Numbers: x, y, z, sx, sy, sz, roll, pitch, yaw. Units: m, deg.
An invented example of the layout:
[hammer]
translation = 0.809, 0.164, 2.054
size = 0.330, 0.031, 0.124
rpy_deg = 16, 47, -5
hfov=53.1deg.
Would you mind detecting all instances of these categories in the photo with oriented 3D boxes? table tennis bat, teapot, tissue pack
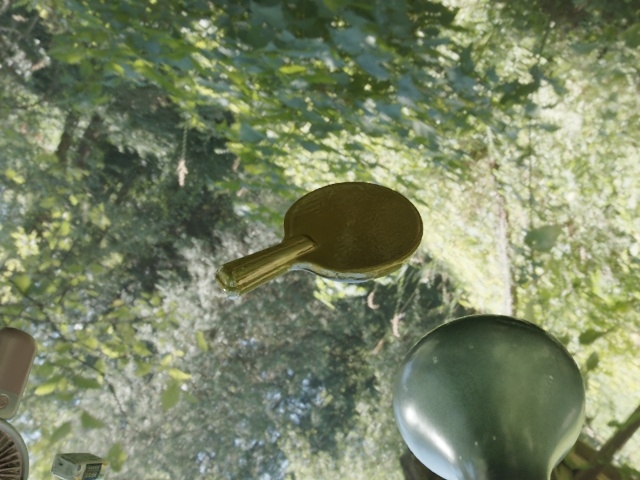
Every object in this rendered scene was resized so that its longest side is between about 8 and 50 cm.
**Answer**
[table tennis bat]
translation = 0.000, 0.000, 0.914
size = 0.198, 0.321, 0.050
rpy_deg = 48, 151, 36
[teapot]
translation = 0.153, 0.187, 0.548
size = 0.183, 0.183, 0.251
rpy_deg = 33, -154, -11
[tissue pack]
translation = -0.439, 0.415, 1.170
size = 0.062, 0.042, 0.083
rpy_deg = 11, 170, 24

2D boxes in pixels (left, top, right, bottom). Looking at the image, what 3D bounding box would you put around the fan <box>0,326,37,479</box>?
[fan]
translation = -0.403, 0.220, 0.767
size = 0.130, 0.074, 0.244
rpy_deg = 39, -134, -43
